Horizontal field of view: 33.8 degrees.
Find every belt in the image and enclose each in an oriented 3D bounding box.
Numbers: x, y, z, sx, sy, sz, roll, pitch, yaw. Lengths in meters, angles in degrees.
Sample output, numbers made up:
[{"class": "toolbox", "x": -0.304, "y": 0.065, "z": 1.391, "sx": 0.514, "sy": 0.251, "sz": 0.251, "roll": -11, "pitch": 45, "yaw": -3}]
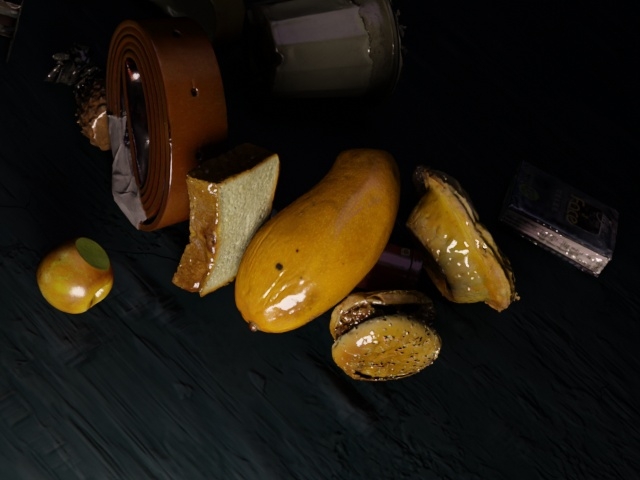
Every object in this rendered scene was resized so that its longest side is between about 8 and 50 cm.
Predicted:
[{"class": "belt", "x": -0.254, "y": -0.185, "z": 1.692, "sx": 0.122, "sy": 0.339, "sz": 0.217, "roll": -12, "pitch": 17, "yaw": -37}]

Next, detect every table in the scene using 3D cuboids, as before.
[{"class": "table", "x": -0.619, "y": -0.413, "z": 1.901, "sx": 0.146, "sy": 0.062, "sz": 0.175, "roll": 14, "pitch": 44, "yaw": -17}]

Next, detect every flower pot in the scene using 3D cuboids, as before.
[{"class": "flower pot", "x": -0.005, "y": -0.390, "z": 2.086, "sx": 0.259, "sy": 0.290, "sz": 0.290, "roll": -10, "pitch": 53, "yaw": -23}]

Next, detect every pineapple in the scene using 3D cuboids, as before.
[{"class": "pineapple", "x": -0.399, "y": -0.264, "z": 1.848, "sx": 0.119, "sy": 0.111, "sz": 0.237, "roll": 28, "pitch": 20, "yaw": -50}]

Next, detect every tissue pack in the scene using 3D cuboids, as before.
[{"class": "tissue pack", "x": 0.484, "y": -0.047, "z": 2.139, "sx": 0.235, "sy": 0.073, "sz": 0.173, "roll": 29, "pitch": 42, "yaw": 0}]

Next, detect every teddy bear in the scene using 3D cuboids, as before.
[{"class": "teddy bear", "x": 0.216, "y": -0.089, "z": 2.037, "sx": 0.160, "sy": 0.078, "sz": 0.119, "roll": 0, "pitch": 63, "yaw": -58}]

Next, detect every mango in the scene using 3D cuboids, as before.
[{"class": "mango", "x": 0.004, "y": 0.001, "z": 1.669, "sx": 0.359, "sy": 0.144, "sz": 0.187, "roll": -46, "pitch": 53, "yaw": -6}]

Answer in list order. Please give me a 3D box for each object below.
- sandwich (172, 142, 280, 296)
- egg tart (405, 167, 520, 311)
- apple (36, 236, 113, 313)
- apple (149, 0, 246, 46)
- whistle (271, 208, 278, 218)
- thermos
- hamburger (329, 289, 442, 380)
[{"class": "sandwich", "x": -0.146, "y": -0.037, "z": 1.666, "sx": 0.065, "sy": 0.215, "sz": 0.186, "roll": 26, "pitch": 36, "yaw": 23}, {"class": "egg tart", "x": 0.235, "y": 0.009, "z": 1.838, "sx": 0.118, "sy": 0.288, "sz": 0.288, "roll": -28, "pitch": 59, "yaw": -3}, {"class": "apple", "x": -0.358, "y": 0.054, "z": 1.549, "sx": 0.102, "sy": 0.099, "sz": 0.114, "roll": 50, "pitch": 19, "yaw": 14}, {"class": "apple", "x": -0.251, "y": -0.523, "z": 2.178, "sx": 0.265, "sy": 0.120, "sz": 0.193, "roll": 40, "pitch": 39, "yaw": 9}, {"class": "whistle", "x": -0.183, "y": -0.095, "z": 1.823, "sx": 0.312, "sy": 0.062, "sz": 0.062, "roll": 37, "pitch": 41, "yaw": 9}, {"class": "thermos", "x": 0.053, "y": 0.027, "z": 1.791, "sx": 0.232, "sy": 0.124, "sz": 0.099, "roll": 17, "pitch": 35, "yaw": -2}, {"class": "hamburger", "x": 0.106, "y": 0.156, "z": 1.659, "sx": 0.177, "sy": 0.185, "sz": 0.113, "roll": -26, "pitch": 47, "yaw": 7}]
